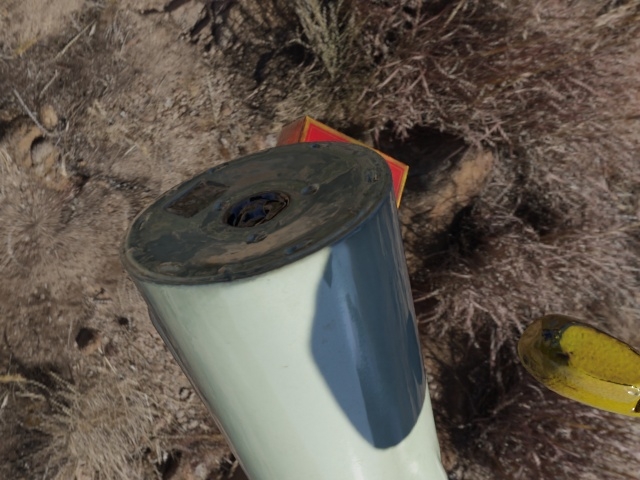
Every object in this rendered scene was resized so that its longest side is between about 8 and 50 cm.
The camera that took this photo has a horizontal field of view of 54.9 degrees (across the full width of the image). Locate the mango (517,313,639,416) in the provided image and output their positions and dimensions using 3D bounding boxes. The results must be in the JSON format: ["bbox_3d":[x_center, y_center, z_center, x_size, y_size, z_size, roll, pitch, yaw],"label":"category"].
[{"bbox_3d":[0.469,0.220,1.055,0.262,0.167,0.130,25,77,13],"label":"mango"}]

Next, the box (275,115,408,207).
[{"bbox_3d":[-0.001,0.000,0.919,0.197,0.089,0.313,20,80,-29],"label":"box"}]

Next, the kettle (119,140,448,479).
[{"bbox_3d":[-0.057,0.113,0.673,0.250,0.361,0.376,-48,131,-42],"label":"kettle"}]
